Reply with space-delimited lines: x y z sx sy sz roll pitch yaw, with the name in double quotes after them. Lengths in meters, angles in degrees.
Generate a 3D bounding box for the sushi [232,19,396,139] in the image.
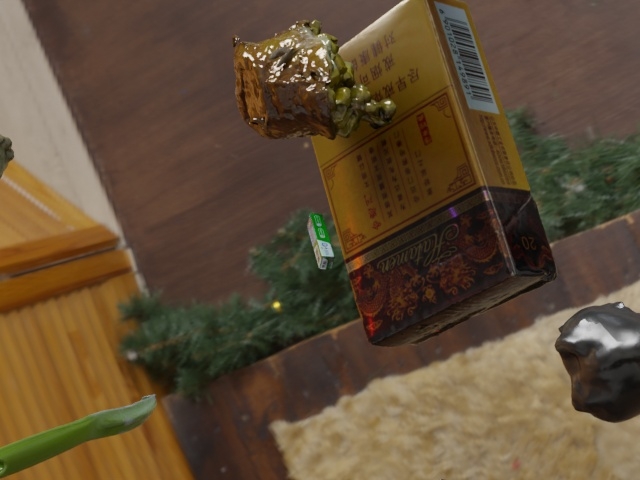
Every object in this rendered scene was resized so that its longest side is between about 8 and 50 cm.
-0.017 -0.199 1.404 0.179 0.296 0.167 -19 89 -9 "sushi"

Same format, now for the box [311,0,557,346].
0.132 -0.089 1.486 0.264 0.116 0.415 -30 69 38 "box"

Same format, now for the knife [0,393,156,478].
-0.170 0.136 0.776 0.026 0.184 0.022 0 98 32 "knife"

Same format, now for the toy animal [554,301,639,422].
0.245 0.025 0.511 0.168 0.343 0.106 -9 74 -14 "toy animal"

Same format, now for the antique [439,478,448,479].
0.101 0.346 1.177 0.015 0.031 0.192 26 91 41 "antique"

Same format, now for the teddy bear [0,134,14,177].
-0.368 -0.036 0.832 0.267 0.156 0.256 36 99 -20 "teddy bear"

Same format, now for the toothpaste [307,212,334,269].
0.000 0.000 1.279 0.017 0.083 0.020 3 127 -15 "toothpaste"
